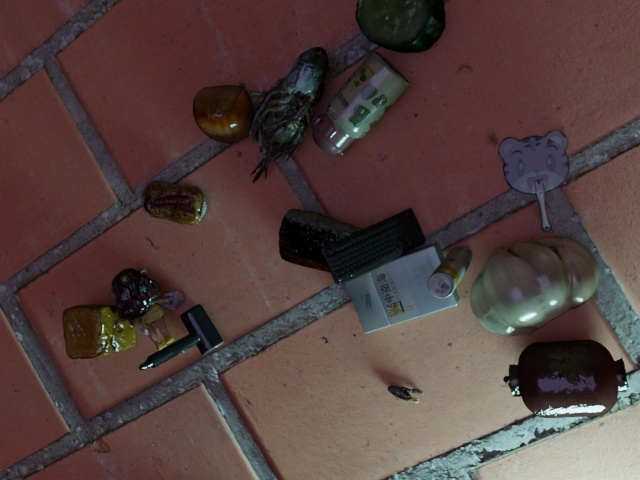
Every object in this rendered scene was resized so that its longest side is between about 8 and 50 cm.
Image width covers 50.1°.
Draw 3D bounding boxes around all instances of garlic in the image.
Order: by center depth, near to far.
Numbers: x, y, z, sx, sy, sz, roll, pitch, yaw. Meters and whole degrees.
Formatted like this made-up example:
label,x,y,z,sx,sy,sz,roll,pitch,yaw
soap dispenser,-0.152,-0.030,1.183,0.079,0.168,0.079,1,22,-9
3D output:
label,x,y,z,sx,sy,sz,roll,pitch,yaw
garlic,0.456,0.088,1.504,0.281,0.185,0.203,-34,67,21

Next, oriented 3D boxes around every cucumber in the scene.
label,x,y,z,sx,sy,sz,roll,pitch,yaw
cucumber,0.186,-0.507,1.542,0.191,0.130,0.191,2,96,25

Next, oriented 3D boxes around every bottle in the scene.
label,x,y,z,sx,sy,sz,roll,pitch,yaw
bottle,0.083,-0.311,1.602,0.120,0.120,0.253,47,108,7

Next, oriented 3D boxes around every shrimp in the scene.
label,x,y,z,sx,sy,sz,roll,pitch,yaw
shrimp,-0.103,-0.304,1.646,0.172,0.137,0.372,27,102,-15
shrimp,0.211,0.385,1.704,0.092,0.038,0.029,3,141,18

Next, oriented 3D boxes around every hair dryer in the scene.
label,x,y,z,sx,sy,sz,roll,pitch,yaw
hair dryer,-0.375,0.262,1.775,0.070,0.255,0.128,-34,83,40

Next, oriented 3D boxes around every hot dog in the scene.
label,x,y,z,sx,sy,sz,roll,pitch,yaw
hot dog,-0.392,-0.100,1.827,0.191,0.059,0.108,10,97,19

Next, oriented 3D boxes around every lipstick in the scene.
label,x,y,z,sx,sy,sz,roll,pitch,yaw
lipstick,0.290,0.065,1.511,0.059,0.264,0.059,4,103,20

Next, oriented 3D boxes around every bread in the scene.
label,x,y,z,sx,sy,sz,roll,pitch,yaw
bread,-0.620,0.248,1.907,0.158,0.149,0.143,-2,94,19

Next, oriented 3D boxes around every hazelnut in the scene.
label,x,y,z,sx,sy,sz,roll,pitch,yaw
hazelnut,-0.239,-0.316,1.713,0.150,0.150,0.150,3,99,18

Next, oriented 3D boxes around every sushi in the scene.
label,x,y,z,sx,sy,sz,roll,pitch,yaw
sushi,0.000,0.000,1.666,0.225,0.136,0.126,13,102,28

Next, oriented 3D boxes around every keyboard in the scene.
label,x,y,z,sx,sy,sz,roll,pitch,yaw
keyboard,0.082,0.030,1.561,0.381,0.041,0.103,-25,90,-23

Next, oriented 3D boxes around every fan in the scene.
label,x,y,z,sx,sy,sz,roll,pitch,yaw
fan,0.492,-0.131,1.549,0.153,0.008,0.226,-9,94,19

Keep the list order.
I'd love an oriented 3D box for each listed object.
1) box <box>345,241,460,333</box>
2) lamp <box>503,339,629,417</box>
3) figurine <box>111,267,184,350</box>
label,x,y,z,sx,sy,sz,roll,pitch,yaw
box,0.194,0.116,1.653,0.243,0.067,0.155,-22,89,20
lamp,0.540,0.301,1.516,0.258,0.180,0.180,-6,96,21
figurine,-0.475,0.183,1.863,0.175,0.116,0.240,-40,85,20
